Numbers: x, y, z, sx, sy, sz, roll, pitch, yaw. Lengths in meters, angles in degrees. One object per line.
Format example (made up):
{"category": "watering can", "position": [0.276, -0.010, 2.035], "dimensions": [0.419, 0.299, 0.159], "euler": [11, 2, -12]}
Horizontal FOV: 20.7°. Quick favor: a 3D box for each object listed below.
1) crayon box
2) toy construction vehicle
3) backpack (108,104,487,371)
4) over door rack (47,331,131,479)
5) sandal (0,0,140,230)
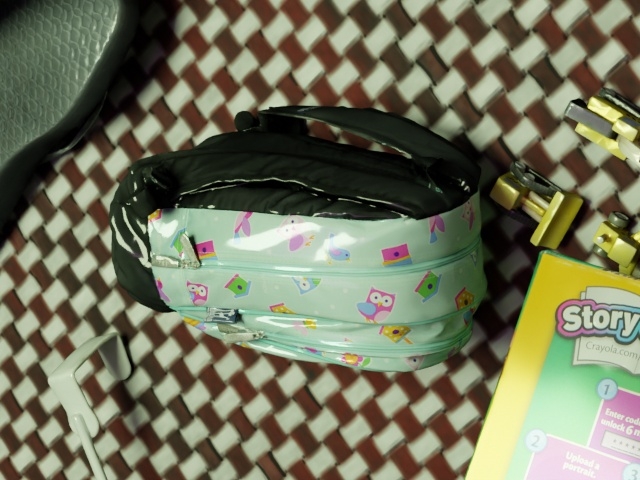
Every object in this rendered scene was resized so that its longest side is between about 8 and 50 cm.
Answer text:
{"category": "crayon box", "position": [0.208, 0.123, 0.799], "dimensions": [0.278, 0.081, 0.165], "euler": [18, 86, 29]}
{"category": "toy construction vehicle", "position": [0.138, -0.026, 0.877], "dimensions": [0.098, 0.035, 0.086], "euler": [38, 115, 22]}
{"category": "backpack", "position": [0.000, 0.000, 0.916], "dimensions": [0.182, 0.152, 0.115], "euler": [8, 117, 27]}
{"category": "over door rack", "position": [-0.199, 0.245, 1.081], "dimensions": [0.239, 0.108, 0.324], "euler": [-17, 88, 31]}
{"category": "sandal", "position": [-0.182, -0.080, 1.064], "dimensions": [0.254, 0.054, 0.097], "euler": [-46, 65, 38]}
